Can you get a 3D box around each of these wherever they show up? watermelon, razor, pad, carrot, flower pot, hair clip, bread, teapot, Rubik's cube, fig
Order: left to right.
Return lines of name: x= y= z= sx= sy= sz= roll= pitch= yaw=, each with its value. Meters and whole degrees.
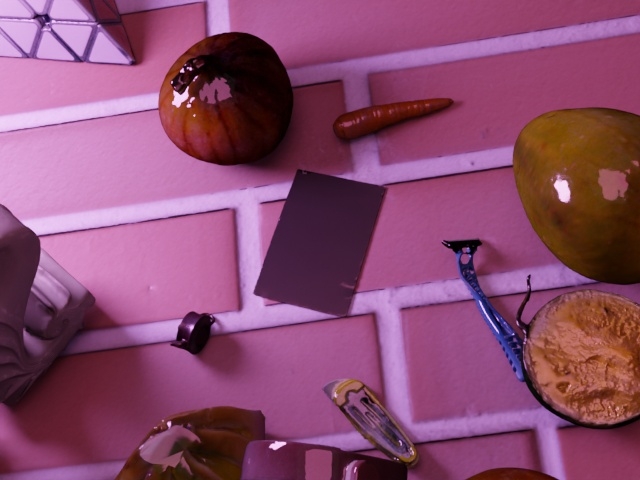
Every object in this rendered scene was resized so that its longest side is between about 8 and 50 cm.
flower pot: x=-0.501 y=0.104 z=1.663 sx=0.164 sy=0.367 sz=0.254 roll=39 pitch=78 yaw=18
Rubik's cube: x=-0.485 y=-0.446 z=2.030 sx=0.233 sy=0.229 sz=0.228 roll=-5 pitch=105 yaw=-31
teapot: x=-0.206 y=0.144 z=1.769 sx=0.045 sy=0.067 sz=0.100 roll=20 pitch=36 yaw=19
bread: x=-0.182 y=0.344 z=1.629 sx=0.156 sy=0.158 sz=0.260 roll=37 pitch=79 yaw=18
fig: x=-0.157 y=-0.242 z=1.862 sx=0.235 sy=0.214 sz=0.235 roll=6 pitch=47 yaw=-7
pad: x=0.000 y=0.000 z=1.833 sx=0.164 sy=0.004 sz=0.243 roll=13 pitch=69 yaw=14
teapot: x=0.007 y=0.441 z=1.483 sx=0.233 sy=0.315 sz=0.312 roll=13 pitch=73 yaw=-21
hair clip: x=0.083 y=0.276 z=1.682 sx=0.060 sy=0.033 sz=0.188 roll=-39 pitch=64 yaw=-12
carrot: x=0.125 y=-0.217 z=1.891 sx=0.216 sy=0.048 sz=0.048 roll=-15 pitch=65 yaw=-4
razor: x=0.270 y=0.107 z=1.726 sx=0.082 sy=0.042 sz=0.253 roll=-5 pitch=59 yaw=-40
watermelon: x=0.395 y=0.180 z=1.624 sx=0.232 sy=0.127 sz=0.204 roll=12 pitch=69 yaw=12
fig: x=0.421 y=-0.081 z=1.678 sx=0.258 sy=0.258 sz=0.326 roll=-39 pitch=47 yaw=-9

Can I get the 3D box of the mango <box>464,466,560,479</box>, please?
mango: x=0.243 y=0.395 z=1.562 sx=0.268 sy=0.111 sz=0.133 roll=-14 pitch=81 yaw=6
